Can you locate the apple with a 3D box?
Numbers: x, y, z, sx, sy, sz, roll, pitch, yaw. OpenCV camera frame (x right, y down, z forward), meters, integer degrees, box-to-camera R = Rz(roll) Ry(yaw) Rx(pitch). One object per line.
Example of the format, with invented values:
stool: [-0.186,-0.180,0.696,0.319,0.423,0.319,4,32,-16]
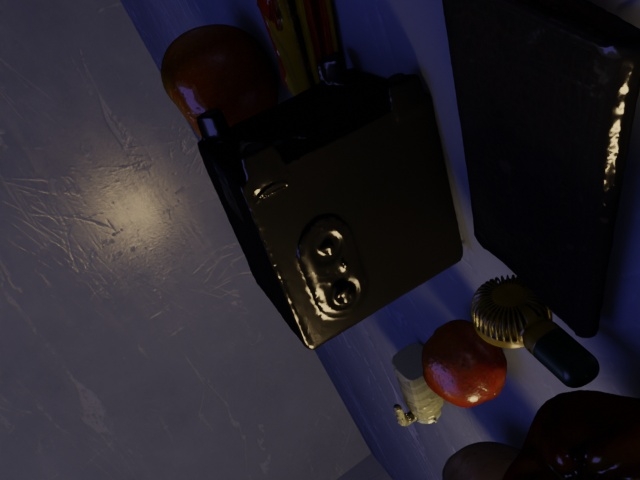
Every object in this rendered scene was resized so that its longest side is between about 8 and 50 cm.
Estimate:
apple: [-0.166,-0.264,1.062,0.210,0.173,0.235,54,177,-5]

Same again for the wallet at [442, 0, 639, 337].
wallet: [0.178,-0.059,0.504,0.170,0.044,0.321,48,168,41]

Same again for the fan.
fan: [0.215,0.087,0.613,0.155,0.082,0.039,49,162,52]

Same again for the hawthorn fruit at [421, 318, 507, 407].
hawthorn fruit: [0.198,0.173,0.844,0.128,0.128,0.128,54,167,18]

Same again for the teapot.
teapot: [0.187,0.301,1.216,0.077,0.107,0.201,42,161,42]

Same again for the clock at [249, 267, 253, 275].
clock: [0.000,0.000,0.922,0.049,0.226,0.226,43,161,47]

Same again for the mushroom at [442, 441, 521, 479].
mushroom: [0.259,0.469,0.913,0.293,0.289,0.292,55,173,11]

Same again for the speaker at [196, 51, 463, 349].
speaker: [0.015,-0.055,0.714,0.184,0.232,0.254,41,155,53]

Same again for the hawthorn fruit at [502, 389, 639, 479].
hawthorn fruit: [0.282,0.251,0.525,0.260,0.224,0.224,39,177,-27]

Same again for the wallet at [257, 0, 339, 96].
wallet: [-0.035,-0.263,0.779,0.141,0.067,0.241,51,167,37]
